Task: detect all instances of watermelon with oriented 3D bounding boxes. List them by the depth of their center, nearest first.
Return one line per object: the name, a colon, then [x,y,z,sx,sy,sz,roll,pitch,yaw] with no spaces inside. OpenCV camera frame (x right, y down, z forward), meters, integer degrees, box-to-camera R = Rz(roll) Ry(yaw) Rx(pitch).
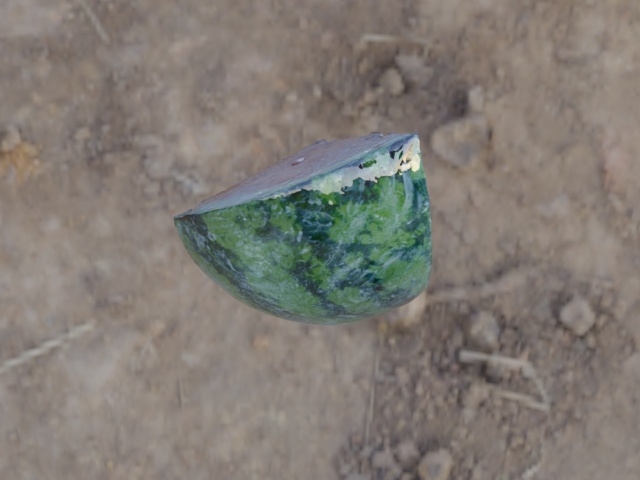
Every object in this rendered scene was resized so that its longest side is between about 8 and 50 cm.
watermelon: [0.000,0.000,1.496,0.256,0.260,0.176,-1,34,19]
